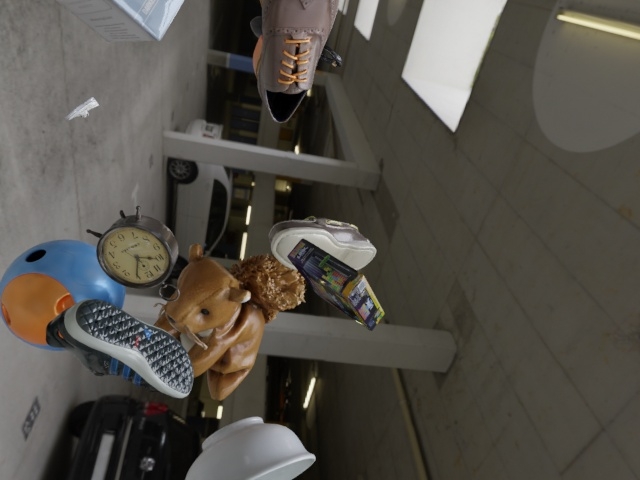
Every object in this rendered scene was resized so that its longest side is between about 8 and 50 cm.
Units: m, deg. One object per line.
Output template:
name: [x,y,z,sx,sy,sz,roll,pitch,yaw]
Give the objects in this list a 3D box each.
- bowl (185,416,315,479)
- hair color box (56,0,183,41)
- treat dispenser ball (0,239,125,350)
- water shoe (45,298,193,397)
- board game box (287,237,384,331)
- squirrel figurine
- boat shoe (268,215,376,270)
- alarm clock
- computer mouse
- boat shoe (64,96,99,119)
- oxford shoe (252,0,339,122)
bowl: [-0.171,0.482,0.936,0.134,0.297,0.298,59,-31,31]
hair color box: [-0.352,-0.405,0.493,0.185,0.374,0.114,23,-97,41]
treat dispenser ball: [-0.672,0.142,1.132,0.288,0.287,0.289,-172,-90,-80]
water shoe: [-0.253,0.147,0.564,0.203,0.080,0.073,52,25,-34]
board game box: [0.031,0.082,0.769,0.048,0.141,0.170,-52,146,-14]
squirrel figurine: [-0.231,0.146,1.078,0.281,0.396,0.371,41,-32,23]
boat shoe: [0.000,0.000,0.992,0.117,0.324,0.097,-51,-127,26]
alarm clock: [-0.316,0.035,0.778,0.064,0.129,0.192,-94,161,-65]
computer mouse: [-0.059,-0.476,1.056,0.071,0.241,0.041,167,-60,-74]
boat shoe: [-0.686,-0.372,1.241,0.035,0.035,0.100,11,-127,50]
oxford shoe: [-0.035,-0.319,0.695,0.364,0.129,0.133,134,-50,-73]
